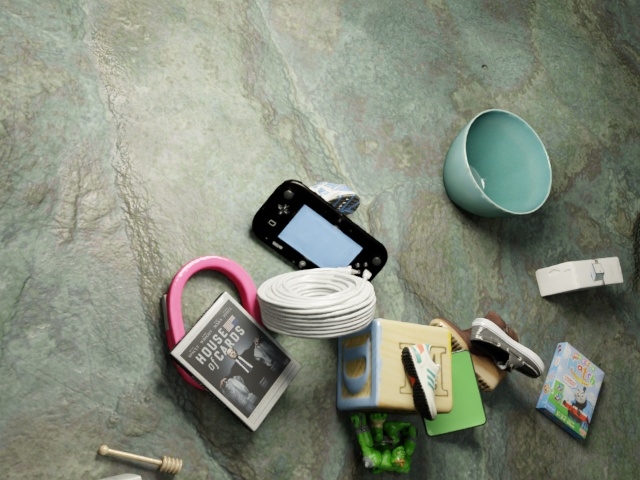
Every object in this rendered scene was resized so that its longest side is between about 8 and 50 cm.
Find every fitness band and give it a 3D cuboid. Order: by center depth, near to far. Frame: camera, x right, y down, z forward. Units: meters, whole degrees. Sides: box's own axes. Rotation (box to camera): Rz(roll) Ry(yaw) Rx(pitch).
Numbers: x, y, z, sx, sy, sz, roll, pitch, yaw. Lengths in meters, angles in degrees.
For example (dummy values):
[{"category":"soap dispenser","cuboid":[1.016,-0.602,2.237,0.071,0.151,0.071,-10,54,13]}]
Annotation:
[{"category":"fitness band","cuboid":[-0.223,0.176,1.420,0.209,0.054,0.290,-7,79,-30]}]

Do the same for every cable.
[{"category":"cable","cuboid":[-0.009,0.133,1.439,0.257,0.257,0.089,0,105,0]}]

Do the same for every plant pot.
[{"category":"plant pot","cuboid":[0.446,-0.180,1.798,0.291,0.195,0.290,9,71,-25]}]

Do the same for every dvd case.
[{"category":"dvd case","cuboid":[-0.172,0.250,1.382,0.238,0.030,0.179,47,58,-12]}]

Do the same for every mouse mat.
[{"category":"mouse mat","cuboid":[0.312,0.372,1.619,0.153,0.007,0.189,-13,87,1]}]

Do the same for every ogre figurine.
[{"category":"ogre figurine","cuboid":[0.151,0.465,1.510,0.197,0.097,0.118,42,41,-50]}]

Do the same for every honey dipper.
[{"category":"honey dipper","cuboid":[-0.350,0.425,1.291,0.161,0.030,0.030,19,67,-20]}]

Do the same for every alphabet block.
[{"category":"alphabet block","cuboid":[0.165,0.293,1.511,0.197,0.192,0.193,11,72,-24]}]

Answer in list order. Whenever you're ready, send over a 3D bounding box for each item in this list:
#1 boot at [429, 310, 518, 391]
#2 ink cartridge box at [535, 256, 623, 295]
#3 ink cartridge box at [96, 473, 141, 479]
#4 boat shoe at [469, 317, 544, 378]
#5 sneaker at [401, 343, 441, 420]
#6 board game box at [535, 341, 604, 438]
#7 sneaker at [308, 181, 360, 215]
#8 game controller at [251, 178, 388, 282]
[{"category":"boot","cuboid":[0.400,0.248,1.727,0.248,0.090,0.207,47,47,-6]},{"category":"ink cartridge box","cuboid":[0.739,0.103,1.900,0.191,0.140,0.082,-6,80,-29]},{"category":"ink cartridge box","cuboid":[-0.407,0.499,1.180,0.176,0.127,0.128,-5,77,-30]},{"category":"boat shoe","cuboid":[0.458,0.284,1.643,0.228,0.080,0.076,40,57,-15]},{"category":"sneaker","cuboid":[0.229,0.294,1.401,0.076,0.057,0.161,-12,78,-24]},{"category":"board game box","cuboid":[0.694,0.414,1.841,0.160,0.039,0.211,38,60,-13]},{"category":"sneaker","cuboid":[-0.014,-0.095,1.611,0.211,0.080,0.081,-4,38,-20]},{"category":"game controller","cuboid":[0.000,0.000,1.546,0.319,0.067,0.166,37,96,-15]}]
